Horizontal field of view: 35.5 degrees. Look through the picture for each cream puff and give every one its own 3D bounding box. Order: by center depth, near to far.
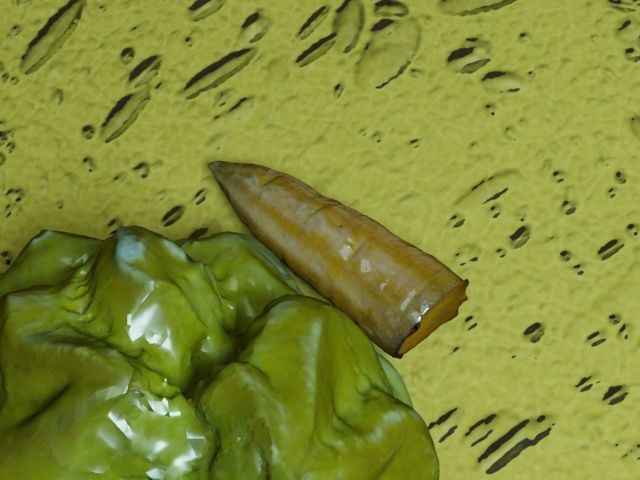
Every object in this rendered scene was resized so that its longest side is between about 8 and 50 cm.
[{"bbox_3d":[-0.104,0.121,0.568,0.324,0.257,0.291,43,81,14],"label":"cream puff"}]

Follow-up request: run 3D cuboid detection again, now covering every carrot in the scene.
[{"bbox_3d":[0.000,0.000,0.685,0.205,0.072,0.072,35,83,22],"label":"carrot"}]
